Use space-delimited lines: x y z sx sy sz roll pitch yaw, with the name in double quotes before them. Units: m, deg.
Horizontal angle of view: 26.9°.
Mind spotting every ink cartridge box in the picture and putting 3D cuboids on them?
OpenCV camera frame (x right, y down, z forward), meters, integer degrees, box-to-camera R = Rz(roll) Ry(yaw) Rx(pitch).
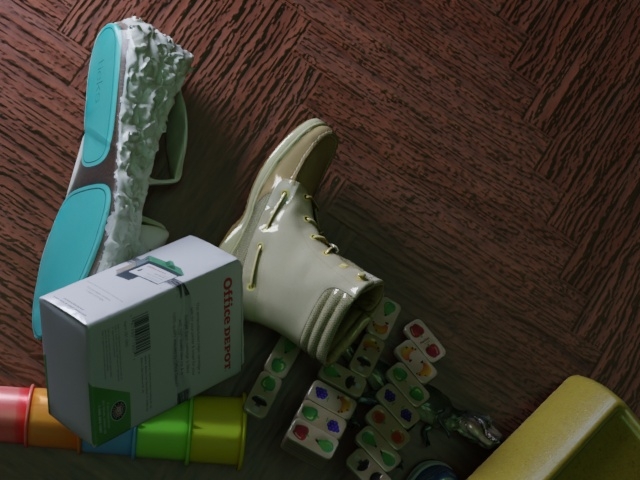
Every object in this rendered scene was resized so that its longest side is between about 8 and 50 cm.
"ink cartridge box" -0.196 0.108 1.510 0.219 0.092 0.160 -24 127 -40

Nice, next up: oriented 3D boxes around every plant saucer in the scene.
"plant saucer" 0.347 0.345 1.558 0.333 0.081 0.333 51 48 5

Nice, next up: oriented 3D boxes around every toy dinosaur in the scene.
"toy dinosaur" 0.089 0.200 1.637 0.268 0.064 0.118 36 63 0

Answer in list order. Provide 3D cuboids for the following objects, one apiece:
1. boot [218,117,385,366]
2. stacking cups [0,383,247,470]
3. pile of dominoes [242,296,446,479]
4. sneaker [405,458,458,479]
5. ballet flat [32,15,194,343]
"boot" 0.000 0.000 1.587 0.203 0.095 0.262 27 81 28
"stacking cups" -0.245 0.212 1.560 0.316 0.096 0.096 5 81 -9
"pile of dominoes" 0.040 0.156 1.588 0.196 0.040 0.251 29 57 -1
"sneaker" 0.104 0.361 1.605 0.080 0.081 0.211 25 80 -7
"ballet flat" -0.228 -0.064 1.591 0.146 0.147 0.409 13 80 -7
